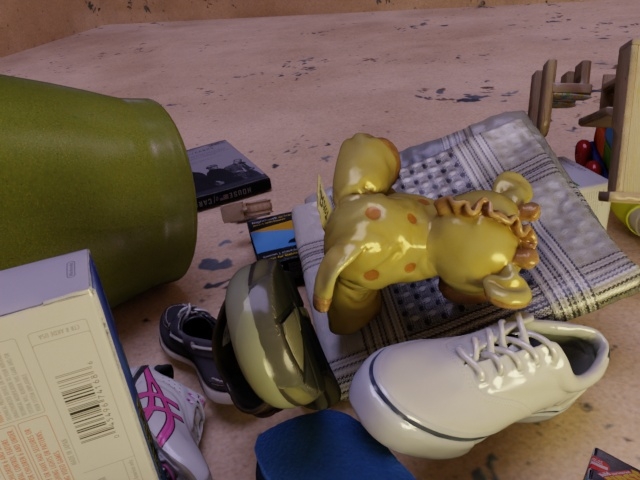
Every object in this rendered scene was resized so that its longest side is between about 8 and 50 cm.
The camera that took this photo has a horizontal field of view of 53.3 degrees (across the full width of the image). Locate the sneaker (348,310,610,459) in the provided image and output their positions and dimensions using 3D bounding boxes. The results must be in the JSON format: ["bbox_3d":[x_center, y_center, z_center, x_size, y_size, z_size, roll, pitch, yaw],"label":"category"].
[{"bbox_3d":[0.130,0.094,0.487,0.258,0.091,0.094,2,41,-43],"label":"sneaker"}]

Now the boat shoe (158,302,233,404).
[{"bbox_3d":[-0.118,0.095,0.663,0.075,0.065,0.206,-9,19,-28],"label":"boat shoe"}]

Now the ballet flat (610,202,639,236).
[{"bbox_3d":[0.437,-0.013,0.747,0.231,0.077,0.077,22,57,40],"label":"ballet flat"}]

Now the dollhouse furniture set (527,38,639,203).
[{"bbox_3d":[0.365,-0.125,0.743,0.212,0.161,0.242,5,6,9],"label":"dollhouse furniture set"}]

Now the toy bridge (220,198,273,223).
[{"bbox_3d":[-0.099,-0.043,0.896,0.063,0.026,0.188,-12,4,-2],"label":"toy bridge"}]

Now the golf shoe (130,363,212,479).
[{"bbox_3d":[-0.135,0.160,0.567,0.086,0.068,0.186,-23,31,-29],"label":"golf shoe"}]

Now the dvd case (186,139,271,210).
[{"bbox_3d":[-0.212,-0.116,1.136,0.179,0.030,0.238,-18,29,-19],"label":"dvd case"}]

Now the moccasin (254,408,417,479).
[{"bbox_3d":[0.060,0.227,0.351,0.137,0.117,0.342,-11,24,-15],"label":"moccasin"}]

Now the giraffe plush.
[{"bbox_3d":[0.093,-0.002,0.545,0.170,0.182,0.210,5,-8,9],"label":"giraffe plush"}]

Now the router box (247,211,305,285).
[{"bbox_3d":[0.000,0.000,0.851,0.178,0.046,0.133,-13,29,-9],"label":"router box"}]

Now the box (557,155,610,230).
[{"bbox_3d":[0.288,-0.037,0.788,0.087,0.102,0.101,-11,28,-13],"label":"box"}]

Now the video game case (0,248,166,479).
[{"bbox_3d":[-0.220,0.161,0.375,0.244,0.270,0.061,-16,28,-15],"label":"video game case"}]

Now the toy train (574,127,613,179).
[{"bbox_3d":[0.450,-0.184,0.976,0.105,0.143,0.248,0,29,13],"label":"toy train"}]

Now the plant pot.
[{"bbox_3d":[-0.346,-0.036,0.733,0.352,0.367,0.366,-12,26,-32],"label":"plant pot"}]

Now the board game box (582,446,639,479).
[{"bbox_3d":[0.199,0.198,0.365,0.194,0.060,0.194,8,11,-31],"label":"board game box"}]

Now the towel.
[{"bbox_3d":[0.125,-0.012,0.691,0.312,0.056,0.324,-22,39,10],"label":"towel"}]

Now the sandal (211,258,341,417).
[{"bbox_3d":[-0.046,0.083,0.494,0.086,0.303,0.120,-23,74,-1],"label":"sandal"}]
